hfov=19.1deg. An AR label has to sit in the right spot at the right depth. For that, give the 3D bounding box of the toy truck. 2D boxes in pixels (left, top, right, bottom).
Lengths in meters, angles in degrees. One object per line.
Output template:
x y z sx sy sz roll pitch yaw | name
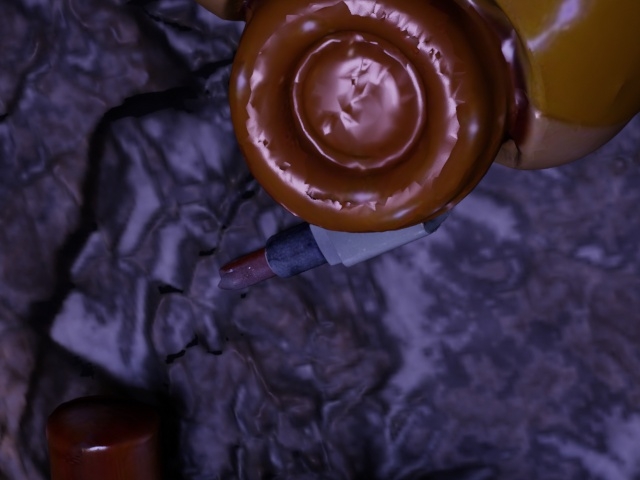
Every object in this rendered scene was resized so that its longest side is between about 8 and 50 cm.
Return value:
0.026 -0.139 0.599 0.288 0.204 0.211 38 115 3 | toy truck

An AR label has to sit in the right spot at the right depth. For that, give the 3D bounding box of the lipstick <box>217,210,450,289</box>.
0.000 0.000 0.764 0.107 0.025 0.025 -22 101 33 | lipstick

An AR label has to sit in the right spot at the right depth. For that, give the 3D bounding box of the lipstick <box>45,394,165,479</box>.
-0.084 0.206 0.842 0.081 0.081 0.299 5 113 18 | lipstick
